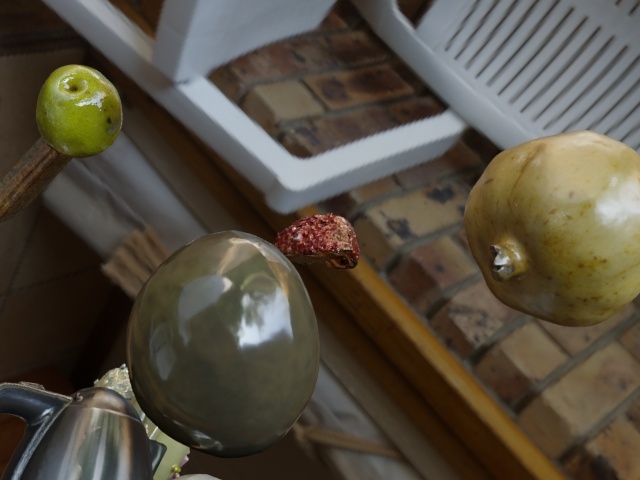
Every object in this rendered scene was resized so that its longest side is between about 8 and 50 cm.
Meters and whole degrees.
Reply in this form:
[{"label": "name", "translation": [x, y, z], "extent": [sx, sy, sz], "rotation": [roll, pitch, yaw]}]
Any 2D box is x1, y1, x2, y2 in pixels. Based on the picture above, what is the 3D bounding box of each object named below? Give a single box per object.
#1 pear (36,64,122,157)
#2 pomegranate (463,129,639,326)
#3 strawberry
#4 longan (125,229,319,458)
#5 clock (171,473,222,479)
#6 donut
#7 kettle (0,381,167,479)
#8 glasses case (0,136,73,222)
[{"label": "pear", "translation": [-0.346, -0.188, 1.469], "extent": [0.141, 0.104, 0.141], "rotation": [-56, 158, -36]}, {"label": "pomegranate", "translation": [0.383, -0.012, 1.619], "extent": [0.342, 0.342, 0.342], "rotation": [-37, 160, -16]}, {"label": "strawberry", "translation": [-0.002, 0.000, 1.554], "extent": [0.192, 0.140, 0.085], "rotation": [60, 37, -78]}, {"label": "longan", "translation": [-0.102, 0.110, 1.071], "extent": [0.215, 0.246, 0.246], "rotation": [13, 128, -32]}, {"label": "clock", "translation": [-0.087, 0.477, 1.302], "extent": [0.342, 0.325, 0.184], "rotation": [-5, 174, 25]}, {"label": "donut", "translation": [-0.361, 0.378, 1.847], "extent": [0.371, 0.150, 0.307], "rotation": [-13, -136, 59]}, {"label": "kettle", "translation": [-0.316, 0.311, 1.228], "extent": [0.207, 0.251, 0.271], "rotation": [106, -5, -66]}, {"label": "glasses case", "translation": [-0.504, -0.114, 1.727], "extent": [0.218, 0.049, 0.075], "rotation": [-40, 179, 26]}]
